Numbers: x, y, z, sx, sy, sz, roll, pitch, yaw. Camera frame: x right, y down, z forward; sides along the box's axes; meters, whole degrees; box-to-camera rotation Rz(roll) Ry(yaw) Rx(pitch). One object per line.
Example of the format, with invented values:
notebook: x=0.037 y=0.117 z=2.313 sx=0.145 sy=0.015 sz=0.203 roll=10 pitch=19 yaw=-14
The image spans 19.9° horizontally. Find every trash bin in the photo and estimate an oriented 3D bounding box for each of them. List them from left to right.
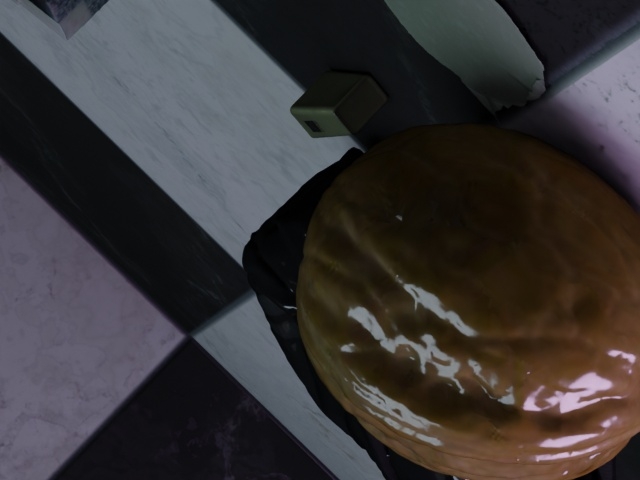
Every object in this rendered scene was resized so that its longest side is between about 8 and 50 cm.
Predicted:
trash bin: x=0.019 y=-0.133 z=1.772 sx=0.043 sy=0.061 sz=0.092 roll=48 pitch=164 yaw=-19

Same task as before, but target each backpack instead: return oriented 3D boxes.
backpack: x=0.125 y=0.124 z=1.854 sx=0.446 sy=0.255 sz=0.363 roll=52 pitch=174 yaw=39

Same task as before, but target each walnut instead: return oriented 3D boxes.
walnut: x=0.141 y=0.059 z=1.521 sx=0.333 sy=0.333 sz=0.333 roll=41 pitch=167 yaw=12

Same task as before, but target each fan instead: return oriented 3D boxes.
fan: x=0.136 y=-0.132 z=1.521 sx=0.182 sy=0.010 sz=0.310 roll=32 pitch=163 yaw=37

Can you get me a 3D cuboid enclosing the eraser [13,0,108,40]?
eraser: x=-0.419 y=-0.396 z=2.178 sx=0.404 sy=0.098 sz=0.096 roll=38 pitch=166 yaw=22
